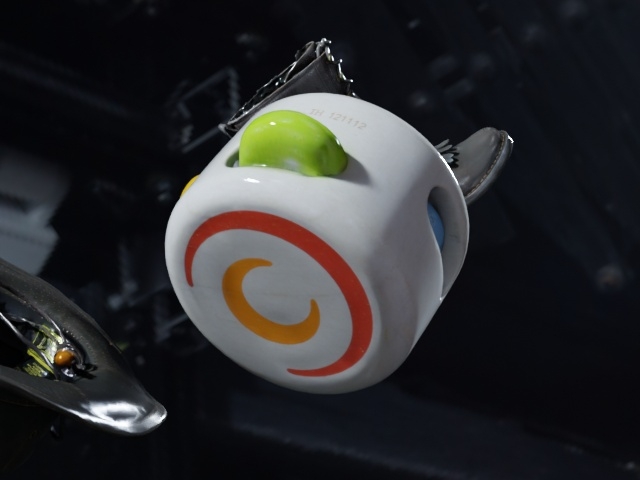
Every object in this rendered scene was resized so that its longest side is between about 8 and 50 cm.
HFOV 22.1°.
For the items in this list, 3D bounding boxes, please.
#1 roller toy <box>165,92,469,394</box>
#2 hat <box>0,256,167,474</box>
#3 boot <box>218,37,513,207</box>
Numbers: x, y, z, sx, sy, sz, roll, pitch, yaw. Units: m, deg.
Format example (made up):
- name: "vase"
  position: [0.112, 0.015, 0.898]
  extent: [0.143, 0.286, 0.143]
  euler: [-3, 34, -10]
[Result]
- name: "roller toy"
  position: [0.000, 0.000, 1.166]
  extent: [0.191, 0.209, 0.146]
  euler: [43, -135, -6]
- name: "hat"
  position: [-0.288, 0.098, 1.267]
  extent: [0.331, 0.134, 0.331]
  euler: [35, -172, -6]
- name: "boot"
  position: [0.053, -0.111, 1.708]
  extent: [0.263, 0.091, 0.229]
  euler: [-36, -77, -14]
